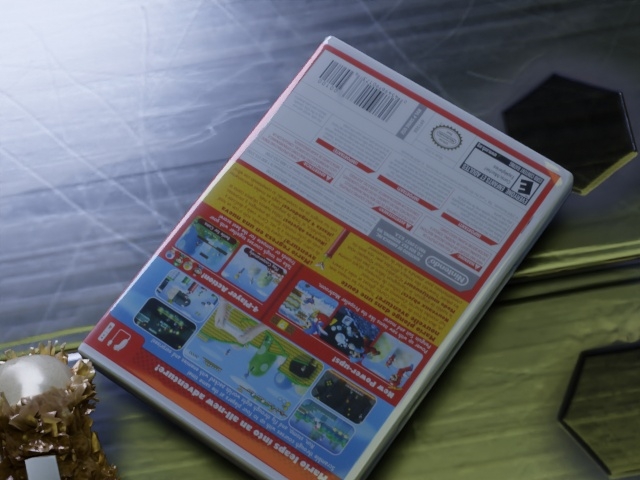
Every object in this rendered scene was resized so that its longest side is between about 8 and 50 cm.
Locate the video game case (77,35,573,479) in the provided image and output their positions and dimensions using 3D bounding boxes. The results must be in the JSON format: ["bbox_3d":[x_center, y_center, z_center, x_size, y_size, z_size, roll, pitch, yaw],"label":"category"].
[{"bbox_3d":[0.006,0.018,1.149,0.204,0.025,0.285,32,71,18],"label":"video game case"}]

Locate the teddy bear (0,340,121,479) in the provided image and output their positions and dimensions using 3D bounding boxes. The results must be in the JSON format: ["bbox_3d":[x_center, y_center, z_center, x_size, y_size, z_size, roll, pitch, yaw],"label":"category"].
[{"bbox_3d":[-0.159,0.216,1.052,0.338,0.113,0.245,40,55,17],"label":"teddy bear"}]
